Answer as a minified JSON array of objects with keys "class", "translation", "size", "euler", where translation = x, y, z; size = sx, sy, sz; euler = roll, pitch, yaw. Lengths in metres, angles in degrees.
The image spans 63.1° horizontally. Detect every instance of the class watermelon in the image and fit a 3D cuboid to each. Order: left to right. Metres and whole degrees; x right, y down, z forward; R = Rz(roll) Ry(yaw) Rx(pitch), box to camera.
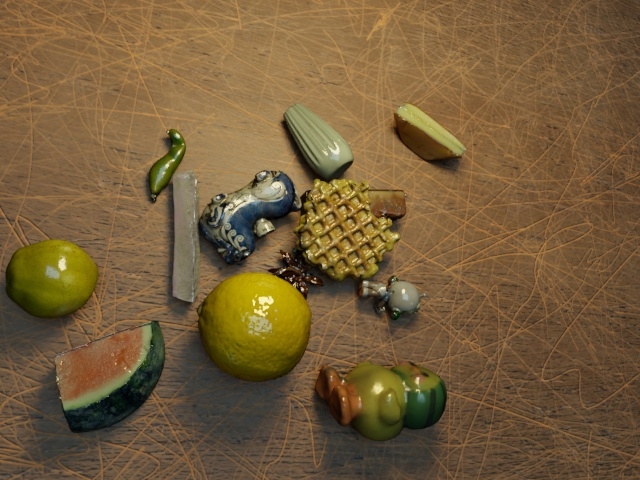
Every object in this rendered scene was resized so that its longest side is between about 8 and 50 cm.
[{"class":"watermelon","translation":[-0.510,0.306,1.247],"size":[0.226,0.148,0.318],"euler":[33,68,1]}]

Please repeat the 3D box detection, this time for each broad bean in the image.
[{"class":"broad bean","translation":[-0.425,-0.207,1.439],"size":[0.071,0.048,0.213],"euler":[21,74,-20]}]

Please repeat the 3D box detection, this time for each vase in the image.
[{"class":"vase","translation":[-0.013,-0.299,1.547],"size":[0.128,0.128,0.248],"euler":[-35,80,-21]}]

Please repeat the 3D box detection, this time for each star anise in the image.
[{"class":"star anise","translation":[-0.064,0.092,1.466],"size":[0.168,0.057,0.167],"euler":[2,83,-19]}]

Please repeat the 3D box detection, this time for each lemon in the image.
[{"class":"lemon","translation":[-0.159,0.212,1.297],"size":[0.294,0.293,0.292],"euler":[4,76,-15]}]

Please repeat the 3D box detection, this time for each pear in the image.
[{"class":"pear","translation":[-0.634,0.091,1.233],"size":[0.199,0.198,0.198],"euler":[4,76,-15]}]

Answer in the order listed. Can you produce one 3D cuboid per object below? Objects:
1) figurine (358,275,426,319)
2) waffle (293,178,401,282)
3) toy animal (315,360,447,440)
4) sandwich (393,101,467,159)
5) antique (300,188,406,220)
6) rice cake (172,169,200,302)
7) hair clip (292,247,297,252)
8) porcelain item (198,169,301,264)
[{"class":"figurine","translation":[0.205,0.162,1.514],"size":[0.197,0.093,0.147],"euler":[8,52,-6]},{"class":"waffle","translation":[0.073,-0.033,1.458],"size":[0.301,0.058,0.281],"euler":[34,84,-17]},{"class":"toy animal","translation":[0.171,0.428,1.388],"size":[0.339,0.216,0.191],"euler":[1,104,-20]},{"class":"sandwich","translation":[0.340,-0.336,1.671],"size":[0.258,0.096,0.094],"euler":[37,63,-3]},{"class":"antique","translation":[0.100,-0.098,1.545],"size":[0.310,0.087,0.093],"euler":[-2,79,-17]},{"class":"rice cake","translation":[-0.358,-0.013,1.400],"size":[0.073,0.056,0.364],"euler":[-4,79,2]},{"class":"hair clip","translation":[0.000,-0.001,1.520],"size":[0.173,0.049,0.049],"euler":[-12,80,-17]},{"class":"porcelain item","translation":[-0.184,-0.071,1.432],"size":[0.288,0.138,0.186],"euler":[-31,91,-19]}]
